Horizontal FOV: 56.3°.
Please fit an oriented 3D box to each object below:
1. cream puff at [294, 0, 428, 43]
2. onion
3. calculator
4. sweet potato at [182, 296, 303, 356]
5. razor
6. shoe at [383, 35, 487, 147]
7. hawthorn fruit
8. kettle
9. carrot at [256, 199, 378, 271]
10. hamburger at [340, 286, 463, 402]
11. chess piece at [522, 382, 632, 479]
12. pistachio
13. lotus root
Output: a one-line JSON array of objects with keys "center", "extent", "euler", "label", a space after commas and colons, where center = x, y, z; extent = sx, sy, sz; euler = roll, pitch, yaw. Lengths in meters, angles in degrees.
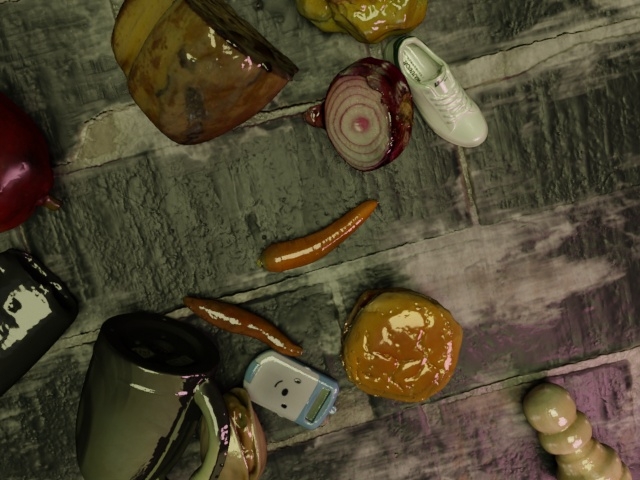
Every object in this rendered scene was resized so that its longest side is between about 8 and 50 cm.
[{"center": [0.073, -0.505, 1.004], "extent": [0.290, 0.257, 0.325], "euler": [-22, 100, 4], "label": "cream puff"}, {"center": [0.069, -0.236, 1.113], "extent": [0.218, 0.140, 0.195], "euler": [5, 124, 38], "label": "onion"}, {"center": [-0.058, 0.309, 1.242], "extent": [0.210, 0.039, 0.121], "euler": [30, 98, -8], "label": "calculator"}, {"center": [-0.153, 0.167, 1.204], "extent": [0.264, 0.057, 0.058], "euler": [22, 98, -8], "label": "sweet potato"}, {"center": [-0.645, 0.188, 1.151], "extent": [0.349, 0.113, 0.204], "euler": [-43, 97, 5], "label": "razor"}, {"center": [0.221, -0.277, 1.122], "extent": [0.265, 0.110, 0.095], "euler": [44, 94, -6], "label": "shoe"}, {"center": [-0.600, -0.131, 1.038], "extent": [0.265, 0.265, 0.307], "euler": [-47, 121, 5], "label": "hawthorn fruit"}, {"center": [-0.315, 0.350, 1.130], "extent": [0.320, 0.228, 0.325], "euler": [26, 103, 16], "label": "kettle"}, {"center": [0.000, 0.000, 1.186], "extent": [0.271, 0.066, 0.062], "euler": [-22, 144, -2], "label": "carrot"}, {"center": [0.154, 0.207, 1.173], "extent": [0.244, 0.163, 0.245], "euler": [-1, 101, -4], "label": "hamburger"}, {"center": [0.520, 0.420, 1.252], "extent": [0.142, 0.143, 0.261], "euler": [-35, 96, 3], "label": "chess piece"}, {"center": [-0.180, 0.408, 1.208], "extent": [0.143, 0.144, 0.215], "euler": [-5, 95, -2], "label": "pistachio"}, {"center": [-0.224, -0.305, 1.010], "extent": [0.250, 0.316, 0.316], "euler": [-41, 100, 12], "label": "lotus root"}]
